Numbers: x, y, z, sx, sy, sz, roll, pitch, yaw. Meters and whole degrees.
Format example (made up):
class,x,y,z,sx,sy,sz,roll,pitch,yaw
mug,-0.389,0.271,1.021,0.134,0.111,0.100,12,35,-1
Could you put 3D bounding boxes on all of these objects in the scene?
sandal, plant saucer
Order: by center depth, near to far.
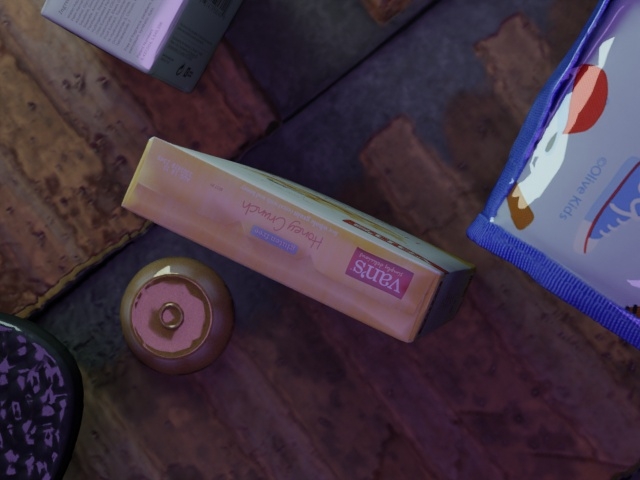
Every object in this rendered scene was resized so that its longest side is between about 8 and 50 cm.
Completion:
class,x,y,z,sx,sy,sz,roll,pitch,yaw
plant saucer,-0.102,0.053,0.934,0.083,0.015,0.083,0,89,10
sandal,-0.313,0.206,0.937,0.167,0.107,0.446,44,109,7

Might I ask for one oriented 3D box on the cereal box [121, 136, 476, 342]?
class,x,y,z,sx,sy,sz,roll,pitch,yaw
cereal box,0.000,0.000,0.803,0.173,0.240,0.047,25,93,9

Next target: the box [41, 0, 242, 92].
class,x,y,z,sx,sy,sz,roll,pitch,yaw
box,-0.112,-0.166,0.897,0.087,0.101,0.102,31,94,10

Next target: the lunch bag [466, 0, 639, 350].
class,x,y,z,sx,sy,sz,roll,pitch,yaw
lunch bag,0.321,-0.039,0.753,0.385,0.239,0.328,30,96,2
